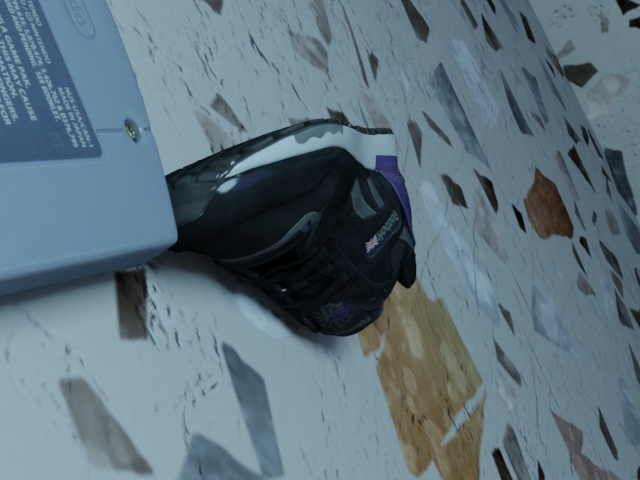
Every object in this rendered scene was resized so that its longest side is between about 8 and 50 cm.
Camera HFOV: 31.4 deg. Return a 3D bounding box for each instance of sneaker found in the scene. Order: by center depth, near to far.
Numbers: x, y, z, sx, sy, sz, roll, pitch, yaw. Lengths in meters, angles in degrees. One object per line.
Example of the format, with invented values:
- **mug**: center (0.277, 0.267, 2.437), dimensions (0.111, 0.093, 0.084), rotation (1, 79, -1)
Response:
- **sneaker**: center (0.000, 0.000, 0.692), dimensions (0.283, 0.107, 0.124), rotation (-13, 84, -65)

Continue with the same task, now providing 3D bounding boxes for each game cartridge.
- **game cartridge**: center (-0.174, -0.116, 0.514), dimensions (0.297, 0.062, 0.198), rotation (66, 20, 5)
